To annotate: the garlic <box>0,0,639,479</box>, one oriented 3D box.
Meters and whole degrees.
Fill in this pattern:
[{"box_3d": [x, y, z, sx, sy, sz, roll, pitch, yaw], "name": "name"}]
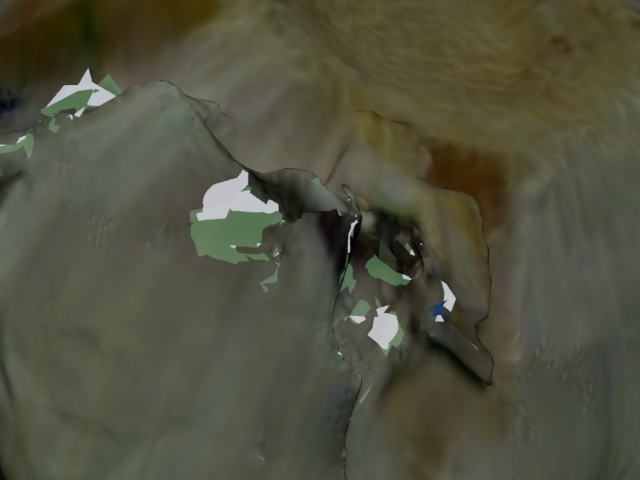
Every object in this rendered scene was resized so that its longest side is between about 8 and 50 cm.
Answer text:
[{"box_3d": [0.006, -0.013, 0.604, 0.322, 0.241, 0.322, 29, 46, -34], "name": "garlic"}]
